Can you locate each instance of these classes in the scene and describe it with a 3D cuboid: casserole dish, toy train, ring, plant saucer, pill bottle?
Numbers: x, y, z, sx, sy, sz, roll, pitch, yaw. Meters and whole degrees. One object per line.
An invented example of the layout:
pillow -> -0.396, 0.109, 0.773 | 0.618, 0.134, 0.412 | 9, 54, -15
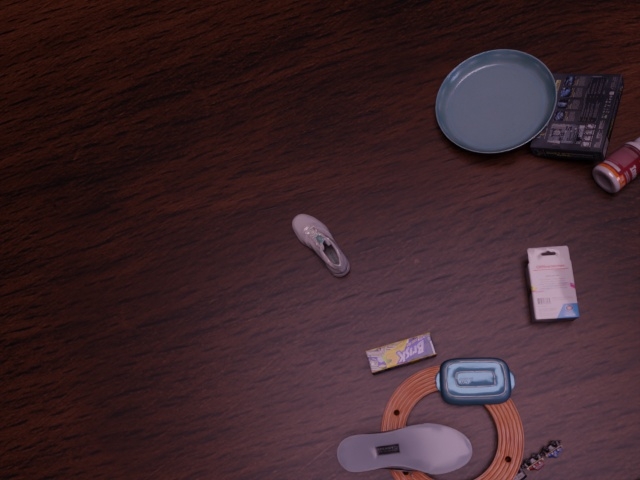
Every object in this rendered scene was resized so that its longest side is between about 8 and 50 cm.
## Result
casserole dish -> 0.372, 0.336, 1.550 | 0.189, 0.037, 0.114 | -4, 68, 10
toy train -> 0.505, 0.521, 1.513 | 0.158, 0.027, 0.036 | -35, 75, -2
ring -> 0.313, 0.470, 1.548 | 0.337, 0.032, 0.336 | -3, 70, 9
plant saucer -> 0.475, -0.372, 1.751 | 0.318, 0.044, 0.317 | -7, 69, 19
pill bottle -> 0.785, -0.198, 1.655 | 0.152, 0.086, 0.086 | -38, 72, -3

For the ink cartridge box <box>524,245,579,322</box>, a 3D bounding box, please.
ink cartridge box -> 0.573, 0.110, 1.608 | 0.104, 0.061, 0.181 | -4, 73, 7

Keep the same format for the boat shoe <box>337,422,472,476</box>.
boat shoe -> 0.197, 0.489, 1.493 | 0.307, 0.105, 0.113 | -14, 72, 14

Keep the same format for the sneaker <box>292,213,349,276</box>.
sneaker -> 0.000, 0.000, 1.712 | 0.080, 0.094, 0.212 | -42, 72, -3

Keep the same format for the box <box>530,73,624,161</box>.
box -> 0.674, -0.327, 1.695 | 0.184, 0.059, 0.232 | 10, 73, 34

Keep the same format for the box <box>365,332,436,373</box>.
box -> 0.203, 0.284, 1.617 | 0.169, 0.054, 0.059 | -17, 72, 3
